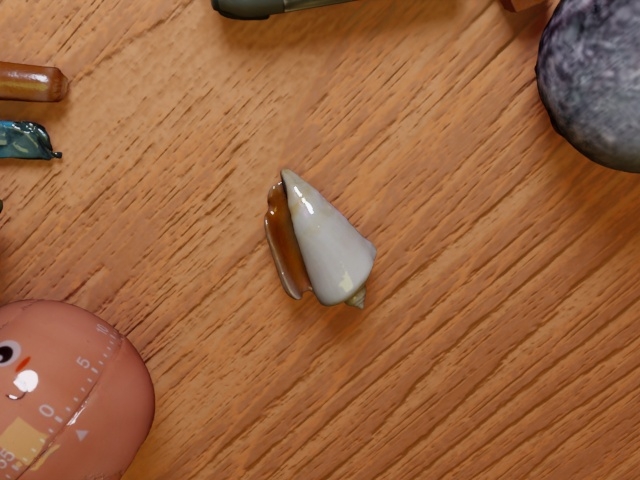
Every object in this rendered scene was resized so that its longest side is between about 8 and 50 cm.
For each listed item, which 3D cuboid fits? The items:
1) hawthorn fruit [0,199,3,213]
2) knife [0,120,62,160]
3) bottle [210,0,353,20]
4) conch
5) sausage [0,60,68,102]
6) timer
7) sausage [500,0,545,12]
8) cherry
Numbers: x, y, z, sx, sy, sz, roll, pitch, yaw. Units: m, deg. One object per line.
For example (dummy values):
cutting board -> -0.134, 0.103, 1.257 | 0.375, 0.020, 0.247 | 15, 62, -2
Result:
hawthorn fruit -> -0.408, 0.004, 0.714 | 0.188, 0.169, 0.169 | -20, 117, -10
knife -> -0.423, -0.106, 0.731 | 0.296, 0.026, 0.044 | 0, 127, -8
bottle -> 0.017, -0.265, 0.684 | 0.253, 0.080, 0.096 | -10, 154, -4
conch -> -0.006, 0.008, 0.801 | 0.176, 0.094, 0.104 | 47, 142, -19
sausage -> -0.322, -0.161, 0.708 | 0.131, 0.041, 0.039 | 3, 93, -9
timer -> -0.305, 0.183, 0.770 | 0.215, 0.230, 0.230 | 38, 106, -15
sausage -> 0.178, -0.311, 0.686 | 0.065, 0.065, 0.169 | -28, 115, 7
cherry -> 0.356, -0.192, 0.683 | 0.255, 0.218, 0.296 | 40, 116, -21
